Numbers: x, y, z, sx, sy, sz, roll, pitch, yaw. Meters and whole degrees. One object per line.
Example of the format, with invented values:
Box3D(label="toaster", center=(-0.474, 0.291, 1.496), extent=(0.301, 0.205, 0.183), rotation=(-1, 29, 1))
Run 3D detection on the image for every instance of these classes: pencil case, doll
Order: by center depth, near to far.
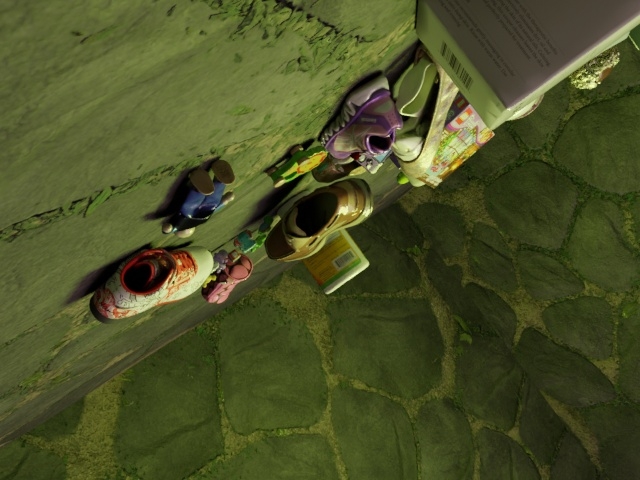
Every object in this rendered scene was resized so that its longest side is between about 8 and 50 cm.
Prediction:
Box3D(label="doll", center=(-0.183, -0.051, 0.888), extent=(0.129, 0.046, 0.189), rotation=(-31, 173, -37))
Box3D(label="pencil case", center=(-0.270, 0.112, 1.657), extent=(0.209, 0.095, 0.098), rotation=(-45, -155, 53))

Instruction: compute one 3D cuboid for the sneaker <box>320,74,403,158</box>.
Box3D(label="sneaker", center=(0.076, -0.186, 1.038), extent=(0.095, 0.104, 0.236), rotation=(-35, 177, -20))

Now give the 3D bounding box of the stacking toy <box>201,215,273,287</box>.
Box3D(label="stacking toy", center=(-0.214, 0.023, 1.431), extent=(0.221, 0.052, 0.167), rotation=(-37, 176, -21))

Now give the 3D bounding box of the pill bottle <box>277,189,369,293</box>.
Box3D(label="pill bottle", center=(0.000, 0.000, 1.488), extent=(0.136, 0.245, 0.136), rotation=(-35, 175, -3))

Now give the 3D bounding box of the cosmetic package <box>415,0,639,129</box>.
Box3D(label="cosmetic package", center=(0.329, -0.338, 0.772), extent=(0.366, 0.196, 0.155), rotation=(-35, 176, 6))

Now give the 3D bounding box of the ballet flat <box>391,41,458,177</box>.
Box3D(label="ballet flat", center=(0.167, -0.226, 1.045), extent=(0.106, 0.107, 0.315), rotation=(-24, 147, -29))

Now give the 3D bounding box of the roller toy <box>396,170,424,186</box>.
Box3D(label="roller toy", center=(0.298, -0.260, 1.640), extent=(0.209, 0.146, 0.191), rotation=(-40, -174, -19))

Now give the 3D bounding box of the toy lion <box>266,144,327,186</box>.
Box3D(label="toy lion", center=(-0.037, -0.139, 1.078), extent=(0.100, 0.034, 0.096), rotation=(-37, 168, 25))

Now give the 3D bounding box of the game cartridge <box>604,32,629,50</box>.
Box3D(label="game cartridge", center=(0.419, -0.387, 0.974), extent=(0.198, 0.062, 0.297), rotation=(-34, 149, 6))

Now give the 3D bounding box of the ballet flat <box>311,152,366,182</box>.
Box3D(label="ballet flat", center=(0.067, -0.176, 1.272), extent=(0.206, 0.073, 0.067), rotation=(-33, 178, -43))

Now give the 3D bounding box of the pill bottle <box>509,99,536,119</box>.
Box3D(label="pill bottle", center=(0.439, -0.369, 1.400), extent=(0.169, 0.169, 0.302), rotation=(-38, 175, 26))

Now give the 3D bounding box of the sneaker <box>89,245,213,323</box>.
Box3D(label="sneaker", center=(-0.273, 0.058, 1.068), extent=(0.270, 0.090, 0.145), rotation=(-27, 173, -46))

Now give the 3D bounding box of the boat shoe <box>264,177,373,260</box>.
Box3D(label="boat shoe", center=(-0.031, -0.045, 1.306), extent=(0.120, 0.122, 0.324), rotation=(-8, 161, -46))

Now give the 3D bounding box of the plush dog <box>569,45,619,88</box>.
Box3D(label="plush dog", center=(0.467, -0.435, 1.161), extent=(0.226, 0.210, 0.262), rotation=(-20, 142, -17))

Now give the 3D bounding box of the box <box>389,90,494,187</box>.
Box3D(label="box", center=(0.284, -0.225, 1.359), extent=(0.201, 0.057, 0.293), rotation=(-43, 160, 17))

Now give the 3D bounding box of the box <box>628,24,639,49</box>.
Box3D(label="box", center=(0.854, -0.629, 1.280), extent=(0.294, 0.212, 0.395), rotation=(-36, -179, 4))

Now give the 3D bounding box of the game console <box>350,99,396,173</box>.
Box3D(label="game console", center=(0.133, -0.202, 1.182), extent=(0.144, 0.085, 0.124), rotation=(-50, 131, 8))
